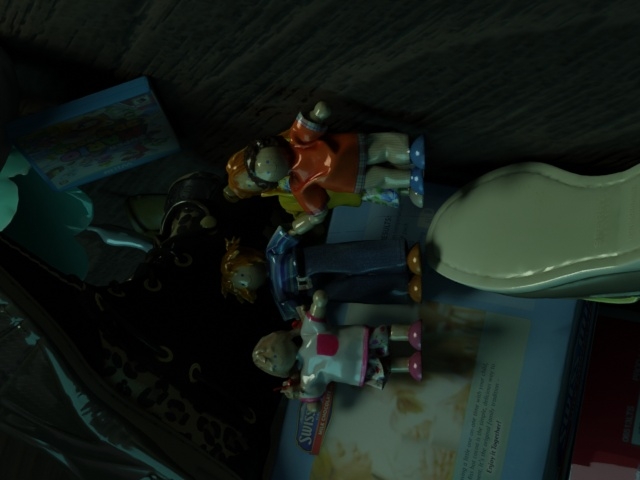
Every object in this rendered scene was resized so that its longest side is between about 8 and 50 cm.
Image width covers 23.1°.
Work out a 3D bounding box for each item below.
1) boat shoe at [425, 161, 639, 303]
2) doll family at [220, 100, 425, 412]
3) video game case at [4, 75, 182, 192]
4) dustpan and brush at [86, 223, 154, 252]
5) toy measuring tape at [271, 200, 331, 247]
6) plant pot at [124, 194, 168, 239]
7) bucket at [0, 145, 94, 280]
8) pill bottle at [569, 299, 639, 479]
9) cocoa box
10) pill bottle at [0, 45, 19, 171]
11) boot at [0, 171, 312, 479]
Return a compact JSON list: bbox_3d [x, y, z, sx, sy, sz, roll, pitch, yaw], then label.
[{"bbox_3d":[0.211,-0.002,1.177,0.091,0.109,0.305,28,157,-39],"label":"boat shoe"},{"bbox_3d":[0.000,0.000,1.244,0.163,0.263,0.118,0,-155,3],"label":"doll family"},{"bbox_3d":[-0.184,-0.085,1.292,0.119,0.015,0.166,-19,167,-1],"label":"video game case"},{"bbox_3d":[-0.147,0.023,1.654,0.211,0.060,0.147,8,-178,-3],"label":"dustpan and brush"},{"bbox_3d":[-0.028,0.043,1.567,0.121,0.121,0.330,11,163,9],"label":"toy measuring tape"},{"bbox_3d":[-0.101,0.002,1.695,0.236,0.032,0.236,13,167,3],"label":"plant pot"},{"bbox_3d":[-0.334,0.012,1.434,0.183,0.281,0.281,10,168,6],"label":"bucket"},{"bbox_3d":[0.229,0.155,1.585,0.407,0.229,0.229,10,167,16],"label":"pill bottle"},{"bbox_3d":[0.107,0.143,1.371,0.231,0.347,0.228,10,167,14],"label":"cocoa box"},{"bbox_3d":[-0.362,-0.111,1.228,0.221,0.124,0.124,9,167,15],"label":"pill bottle"},{"bbox_3d":[-0.158,0.047,1.302,0.377,0.284,0.138,42,135,-16],"label":"boot"}]
